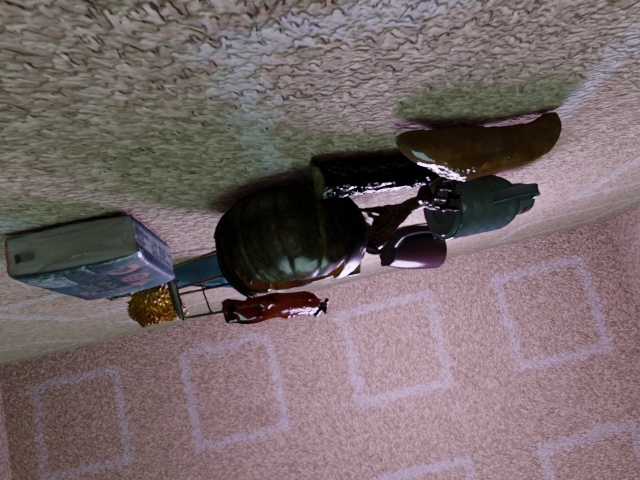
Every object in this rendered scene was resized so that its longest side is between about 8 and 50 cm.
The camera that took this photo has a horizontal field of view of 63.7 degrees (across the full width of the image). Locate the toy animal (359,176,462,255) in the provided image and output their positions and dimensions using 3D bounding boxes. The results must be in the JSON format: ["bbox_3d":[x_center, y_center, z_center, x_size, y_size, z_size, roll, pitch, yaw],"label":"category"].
[{"bbox_3d":[0.171,-0.047,1.179,0.260,0.243,0.087,8,145,47],"label":"toy animal"}]

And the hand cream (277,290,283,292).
[{"bbox_3d":[-0.005,0.055,1.609,0.331,0.058,0.085,-34,177,-5],"label":"hand cream"}]

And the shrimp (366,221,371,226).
[{"bbox_3d":[0.000,0.000,1.485,0.290,0.054,0.222,-21,169,22],"label":"shrimp"}]

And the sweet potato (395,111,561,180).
[{"bbox_3d":[0.267,-0.160,0.901,0.342,0.092,0.114,-10,144,-21],"label":"sweet potato"}]

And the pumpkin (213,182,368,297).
[{"bbox_3d":[-0.059,-0.001,1.034,0.320,0.192,0.320,-12,172,-2],"label":"pumpkin"}]

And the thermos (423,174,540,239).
[{"bbox_3d":[0.411,-0.096,1.266,0.287,0.145,0.182,-11,172,-24],"label":"thermos"}]

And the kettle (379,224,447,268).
[{"bbox_3d":[0.333,0.025,1.846,0.232,0.144,0.202,-4,146,-32],"label":"kettle"}]

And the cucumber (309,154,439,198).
[{"bbox_3d":[0.117,-0.125,0.949,0.300,0.072,0.072,-10,169,-27],"label":"cucumber"}]

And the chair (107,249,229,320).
[{"bbox_3d":[-0.373,0.125,1.323,0.326,0.170,0.160,-15,-145,-21],"label":"chair"}]

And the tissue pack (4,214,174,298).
[{"bbox_3d":[-0.442,0.045,1.043,0.228,0.103,0.315,-10,168,-6],"label":"tissue pack"}]

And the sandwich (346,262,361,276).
[{"bbox_3d":[-0.017,0.018,1.314,0.236,0.122,0.128,-6,-147,-14],"label":"sandwich"}]

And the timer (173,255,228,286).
[{"bbox_3d":[-0.367,0.101,1.587,0.250,0.091,0.232,-3,172,8],"label":"timer"}]

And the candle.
[{"bbox_3d":[-0.074,0.132,1.036,0.084,0.059,0.302,-5,173,34],"label":"candle"}]

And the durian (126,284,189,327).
[{"bbox_3d":[-0.523,0.198,1.654,0.183,0.138,0.250,-12,176,-16],"label":"durian"}]
